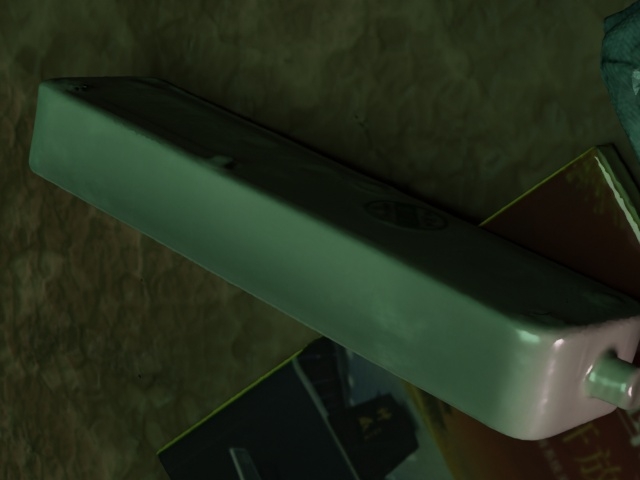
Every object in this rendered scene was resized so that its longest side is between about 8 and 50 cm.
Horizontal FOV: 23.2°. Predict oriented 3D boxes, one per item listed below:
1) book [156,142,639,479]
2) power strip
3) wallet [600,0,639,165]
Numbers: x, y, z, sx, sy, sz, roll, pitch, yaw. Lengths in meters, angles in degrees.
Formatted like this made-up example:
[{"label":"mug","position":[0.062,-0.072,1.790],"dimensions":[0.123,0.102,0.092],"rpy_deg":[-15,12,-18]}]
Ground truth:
[{"label":"book","position":[0.079,0.154,0.826],"dimensions":[0.374,0.028,0.262],"rpy_deg":[-37,75,39]},{"label":"power strip","position":[0.000,-0.001,0.787],"dimensions":[0.385,0.091,0.062],"rpy_deg":[27,114,36]},{"label":"wallet","position":[0.262,0.026,0.575],"dimensions":[0.237,0.075,0.342],"rpy_deg":[-25,95,45]}]
